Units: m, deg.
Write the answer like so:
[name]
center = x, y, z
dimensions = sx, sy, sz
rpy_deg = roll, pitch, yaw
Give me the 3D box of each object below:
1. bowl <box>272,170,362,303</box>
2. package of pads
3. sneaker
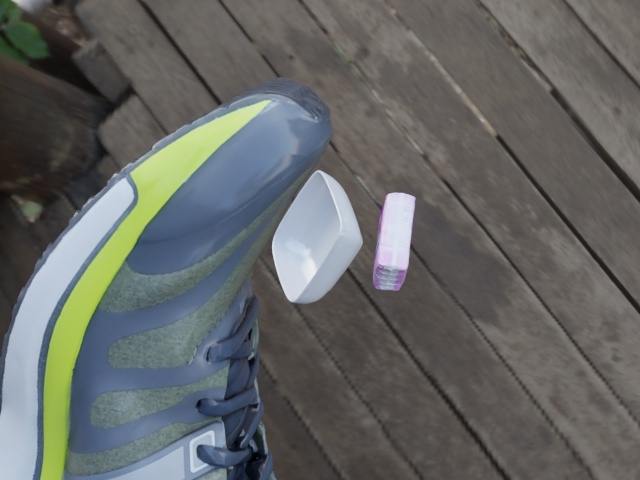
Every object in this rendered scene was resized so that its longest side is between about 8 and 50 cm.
[bowl]
center = 0.000, 0.000, 1.533
dimensions = 0.142, 0.053, 0.142
rpy_deg = -56, 34, 27
[package of pads]
center = 0.070, 0.001, 1.155
dimensions = 0.032, 0.050, 0.083
rpy_deg = 10, 62, -2
[sneaker]
center = -0.052, 0.081, 0.443
dimensions = 0.121, 0.111, 0.300
rpy_deg = 28, 114, 8
